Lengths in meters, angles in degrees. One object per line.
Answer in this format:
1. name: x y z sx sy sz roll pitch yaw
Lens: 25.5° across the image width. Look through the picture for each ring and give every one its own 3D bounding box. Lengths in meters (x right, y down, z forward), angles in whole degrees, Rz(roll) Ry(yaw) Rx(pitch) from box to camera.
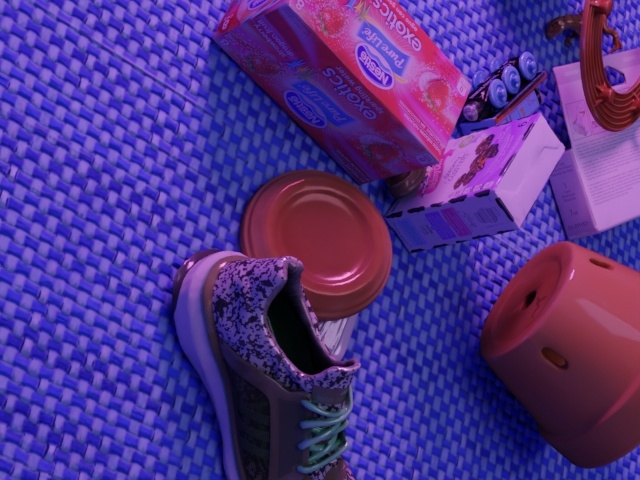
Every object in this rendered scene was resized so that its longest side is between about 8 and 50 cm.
1. ring: 0.479 -0.330 2.142 0.336 0.032 0.337 -22 118 -51

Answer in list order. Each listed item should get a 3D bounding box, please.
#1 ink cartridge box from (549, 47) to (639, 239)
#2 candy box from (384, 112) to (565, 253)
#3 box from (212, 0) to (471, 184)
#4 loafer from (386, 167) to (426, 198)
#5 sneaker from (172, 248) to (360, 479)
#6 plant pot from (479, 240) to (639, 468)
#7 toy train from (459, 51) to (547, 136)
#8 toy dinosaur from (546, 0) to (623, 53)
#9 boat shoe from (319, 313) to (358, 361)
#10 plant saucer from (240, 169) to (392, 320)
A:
1. ink cartridge box: 0.461 -0.160 2.242 0.296 0.066 0.261 -17 91 -45
2. candy box: 0.205 -0.075 1.888 0.070 0.196 0.165 52 50 -22
3. box: 0.031 -0.226 1.796 0.300 0.154 0.142 44 54 -28
4. loafer: 0.115 -0.119 1.918 0.050 0.056 0.148 42 44 -27
5. sneaker: -0.024 0.192 1.616 0.158 0.182 0.410 -33 103 -43
6. plant pot: 0.358 0.136 1.945 0.203 0.291 0.291 36 55 -12
7. toy train: 0.268 -0.203 2.068 0.184 0.080 0.105 -42 117 -43
8. toy dinosaur: 0.447 -0.354 2.280 0.211 0.064 0.112 -29 99 -44
9. boat shoe: 0.011 0.068 1.770 0.063 0.066 0.184 33 68 -34
10. plant saucer: 0.000 0.000 1.739 0.200 0.037 0.200 9 64 -20
